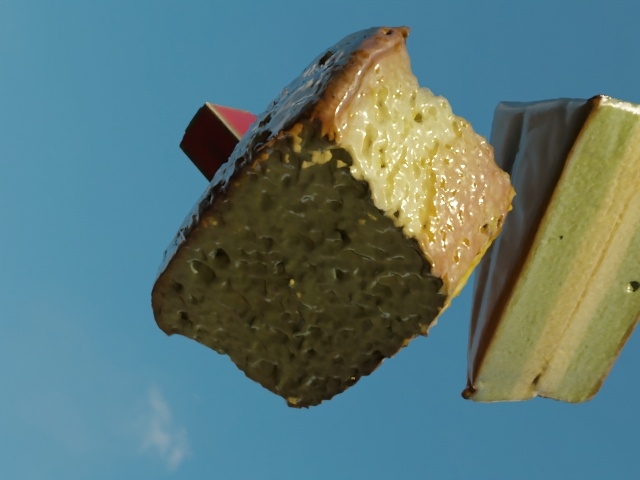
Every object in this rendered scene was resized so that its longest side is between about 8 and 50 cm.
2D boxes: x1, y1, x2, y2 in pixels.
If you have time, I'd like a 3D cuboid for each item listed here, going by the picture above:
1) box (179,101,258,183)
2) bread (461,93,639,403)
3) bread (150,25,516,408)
[{"bbox_3d":[-0.019,-0.051,0.966,0.112,0.175,0.048,48,-67,29],"label":"box"},{"bbox_3d":[0.115,0.011,0.507,0.084,0.074,0.139,-164,-99,-70],"label":"bread"},{"bbox_3d":[0.000,0.000,0.474,0.103,0.065,0.187,40,-42,-9],"label":"bread"}]
